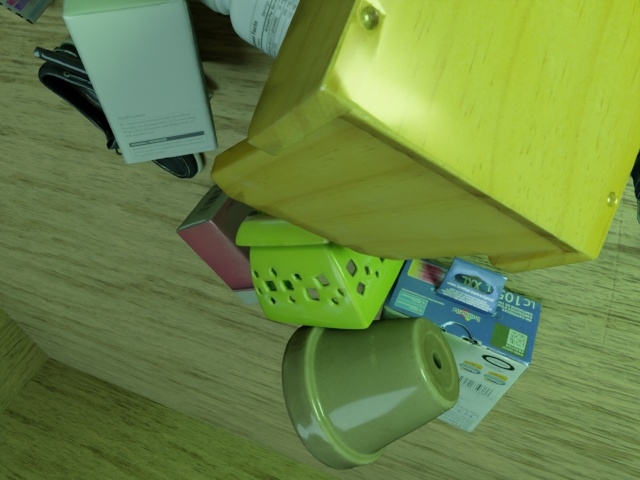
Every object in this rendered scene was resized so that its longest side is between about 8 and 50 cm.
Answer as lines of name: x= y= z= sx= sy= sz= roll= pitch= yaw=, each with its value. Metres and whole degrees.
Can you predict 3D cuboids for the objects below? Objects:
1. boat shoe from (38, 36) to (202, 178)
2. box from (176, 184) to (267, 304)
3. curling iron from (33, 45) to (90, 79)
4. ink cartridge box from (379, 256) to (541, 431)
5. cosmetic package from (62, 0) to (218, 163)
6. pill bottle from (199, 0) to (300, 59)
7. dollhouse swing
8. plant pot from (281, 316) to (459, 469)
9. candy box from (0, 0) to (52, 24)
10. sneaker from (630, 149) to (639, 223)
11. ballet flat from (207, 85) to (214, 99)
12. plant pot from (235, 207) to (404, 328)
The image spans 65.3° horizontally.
boat shoe: x=-0.383 y=-0.225 z=0.960 sx=0.127 sy=0.113 sz=0.340 roll=-18 pitch=123 yaw=44
box: x=-0.154 y=0.002 z=1.043 sx=0.126 sy=0.149 sz=0.232 roll=-13 pitch=127 yaw=41
curling iron: x=-0.361 y=-0.269 z=0.886 sx=0.274 sy=0.068 sz=0.035 roll=25 pitch=172 yaw=-24
ink cartridge box: x=0.252 y=0.200 z=0.999 sx=0.269 sy=0.151 sz=0.396 roll=22 pitch=143 yaw=13
cosmetic package: x=-0.238 y=-0.269 z=0.683 sx=0.138 sy=0.224 sz=0.225 roll=-11 pitch=144 yaw=-9
pill bottle: x=-0.007 y=-0.285 z=0.602 sx=0.283 sy=0.160 sz=0.160 roll=32 pitch=143 yaw=-2
dollhouse swing: x=0.099 y=-0.139 z=0.539 sx=0.346 sy=0.315 sz=0.305 roll=23 pitch=178 yaw=-29
plant pot: x=0.101 y=0.232 z=0.854 sx=0.229 sy=0.263 sz=0.263 roll=-28 pitch=117 yaw=29
candy box: x=-0.528 y=-0.435 z=0.763 sx=0.165 sy=0.070 sz=0.196 roll=39 pitch=-177 yaw=-12
sneaker: x=0.355 y=-0.107 z=0.568 sx=0.226 sy=0.163 sz=0.086 roll=26 pitch=145 yaw=7
ballet flat: x=-0.262 y=-0.286 z=0.862 sx=0.168 sy=0.057 sz=0.052 roll=20 pitch=132 yaw=13
plant pot: x=0.000 y=0.000 z=0.884 sx=0.228 sy=0.227 sz=0.207 roll=-1 pitch=128 yaw=35
